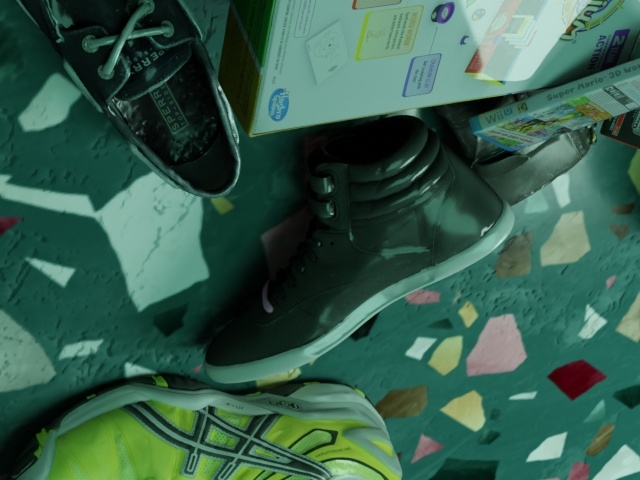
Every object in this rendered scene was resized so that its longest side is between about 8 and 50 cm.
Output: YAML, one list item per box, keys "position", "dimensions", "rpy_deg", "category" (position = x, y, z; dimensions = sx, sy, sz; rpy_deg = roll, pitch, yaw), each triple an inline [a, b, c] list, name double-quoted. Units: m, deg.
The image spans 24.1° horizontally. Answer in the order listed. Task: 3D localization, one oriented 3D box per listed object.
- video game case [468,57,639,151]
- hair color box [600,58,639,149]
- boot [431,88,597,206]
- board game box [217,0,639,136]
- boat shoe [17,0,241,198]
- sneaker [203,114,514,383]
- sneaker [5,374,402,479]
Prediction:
- position: [0.208, -0.108, 1.162]
  dimensions: [0.166, 0.015, 0.119]
  rpy_deg: [-19, 170, 19]
  category: "video game case"
- position: [0.330, -0.105, 1.347]
  dimensions: [0.043, 0.141, 0.072]
  rpy_deg: [-45, 155, -73]
  category: "hair color box"
- position: [0.193, -0.149, 1.274]
  dimensions: [0.263, 0.091, 0.229]
  rpy_deg: [-37, 141, 3]
  category: "boot"
- position: [0.100, -0.200, 1.028]
  dimensions: [0.316, 0.064, 0.242]
  rpy_deg: [-10, 139, -24]
  category: "board game box"
- position: [-0.135, -0.141, 1.037]
  dimensions: [0.108, 0.102, 0.301]
  rpy_deg: [-33, 136, -7]
  category: "boat shoe"
- position: [0.000, 0.000, 1.255]
  dimensions: [0.296, 0.104, 0.147]
  rpy_deg: [-31, 115, 11]
  category: "sneaker"
- position: [-0.087, 0.212, 1.320]
  dimensions: [0.385, 0.147, 0.145]
  rpy_deg: [-4, 128, -29]
  category: "sneaker"
